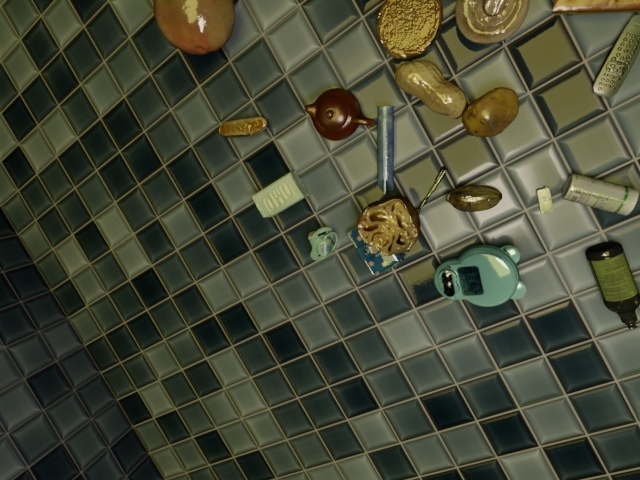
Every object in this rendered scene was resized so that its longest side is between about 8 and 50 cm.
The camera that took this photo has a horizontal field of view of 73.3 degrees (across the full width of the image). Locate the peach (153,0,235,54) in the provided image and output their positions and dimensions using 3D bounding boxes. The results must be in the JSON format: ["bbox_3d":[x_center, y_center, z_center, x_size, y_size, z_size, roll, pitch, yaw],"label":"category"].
[{"bbox_3d":[-0.441,-0.801,1.511,0.292,0.247,0.293,-3,79,18],"label":"peach"}]

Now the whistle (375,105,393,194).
[{"bbox_3d":[0.226,-0.314,1.507,0.062,0.062,0.305,2,104,18],"label":"whistle"}]

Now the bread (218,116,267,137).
[{"bbox_3d":[-0.296,-0.433,1.660,0.214,0.053,0.073,-2,99,22],"label":"bread"}]

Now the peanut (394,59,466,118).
[{"bbox_3d":[0.360,-0.496,1.388,0.256,0.123,0.124,34,112,6],"label":"peanut"}]

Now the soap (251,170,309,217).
[{"bbox_3d":[-0.157,-0.174,1.670,0.198,0.063,0.115,-29,94,23],"label":"soap"}]

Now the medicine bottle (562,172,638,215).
[{"bbox_3d":[0.854,-0.142,1.322,0.183,0.086,0.086,19,109,13],"label":"medicine bottle"}]

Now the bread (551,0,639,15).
[{"bbox_3d":[0.846,-0.706,1.189,0.361,0.077,0.138,7,106,17],"label":"bread"}]

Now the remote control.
[{"bbox_3d":[0.869,-0.529,1.244,0.072,0.042,0.222,24,111,12],"label":"remote control"}]

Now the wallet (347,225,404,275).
[{"bbox_3d":[0.201,0.023,1.600,0.141,0.059,0.202,-32,92,25],"label":"wallet"}]

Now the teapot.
[{"bbox_3d":[0.068,-0.431,1.494,0.252,0.135,0.178,17,112,15],"label":"teapot"}]

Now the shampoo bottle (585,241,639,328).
[{"bbox_3d":[0.936,0.149,1.357,0.101,0.101,0.284,-21,95,22],"label":"shampoo bottle"}]

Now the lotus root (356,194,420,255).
[{"bbox_3d":[0.244,-0.063,1.499,0.199,0.180,0.188,-16,103,23],"label":"lotus root"}]

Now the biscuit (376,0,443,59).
[{"bbox_3d":[0.289,-0.707,1.397,0.225,0.042,0.226,5,106,19],"label":"biscuit"}]

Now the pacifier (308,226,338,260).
[{"bbox_3d":[0.000,0.000,1.655,0.116,0.126,0.150,43,151,44],"label":"pacifier"}]

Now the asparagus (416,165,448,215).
[{"bbox_3d":[0.378,-0.154,1.517,0.233,0.023,0.022,-62,36,21],"label":"asparagus"}]

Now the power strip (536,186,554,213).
[{"bbox_3d":[0.732,-0.131,1.403,0.040,0.016,0.090,-13,100,21],"label":"power strip"}]

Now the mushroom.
[{"bbox_3d":[0.496,-0.679,1.242,0.207,0.215,0.208,6,113,15],"label":"mushroom"}]

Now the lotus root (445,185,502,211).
[{"bbox_3d":[0.513,-0.139,1.441,0.179,0.089,0.081,3,141,16],"label":"lotus root"}]

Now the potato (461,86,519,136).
[{"bbox_3d":[0.535,-0.398,1.347,0.176,0.137,0.137,-34,91,26],"label":"potato"}]

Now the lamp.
[{"bbox_3d":[0.532,0.124,1.463,0.283,0.147,0.210,-12,97,13],"label":"lamp"}]
